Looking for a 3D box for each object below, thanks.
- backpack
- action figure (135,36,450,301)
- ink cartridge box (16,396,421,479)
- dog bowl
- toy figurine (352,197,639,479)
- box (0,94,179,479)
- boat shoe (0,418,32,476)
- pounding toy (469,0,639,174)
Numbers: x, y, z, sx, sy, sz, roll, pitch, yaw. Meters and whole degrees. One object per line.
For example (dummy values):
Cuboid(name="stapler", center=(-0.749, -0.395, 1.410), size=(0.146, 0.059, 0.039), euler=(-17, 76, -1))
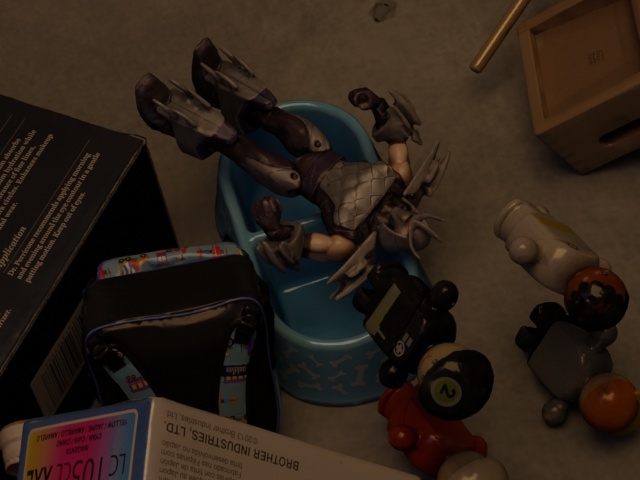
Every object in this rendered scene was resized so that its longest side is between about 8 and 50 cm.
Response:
Cuboid(name="backpack", center=(-0.109, 0.105, 1.580), size=(0.158, 0.173, 0.117), euler=(-12, 34, -3))
Cuboid(name="action figure", center=(-0.016, -0.064, 1.626), size=(0.285, 0.099, 0.185), euler=(32, 61, 22))
Cuboid(name="ink cartridge box", center=(-0.080, 0.331, 1.309), size=(0.151, 0.270, 0.396), euler=(-18, 61, 43))
Cuboid(name="dog bowl", center=(0.000, 0.000, 1.681), size=(0.165, 0.074, 0.297), euler=(-17, 56, -3))
Cuboid(name="toy figurine", center=(0.146, 0.095, 1.513), size=(0.209, 0.213, 0.148), euler=(-25, 44, -14))
Cuboid(name="box", center=(-0.342, 0.046, 1.637), size=(0.312, 0.179, 0.343), euler=(20, 61, 19))
Cuboid(name="boat shoe", center=(-0.120, 0.207, 1.507), size=(0.277, 0.098, 0.096), euler=(14, 69, -10))
Cuboid(name="pounding toy", center=(0.234, -0.170, 1.746), size=(0.181, 0.094, 0.206), euler=(-26, 50, 28))
